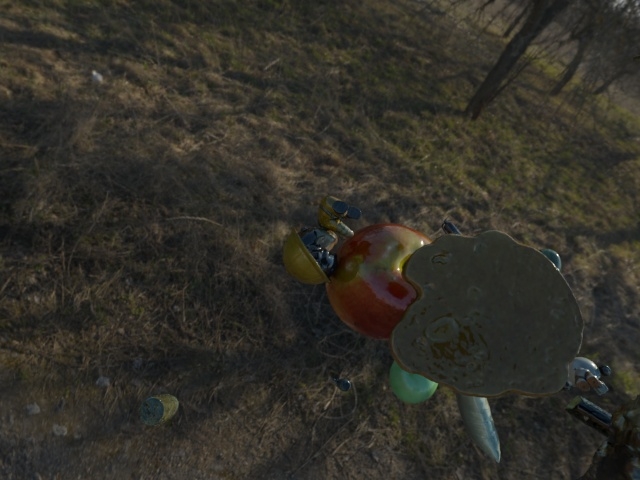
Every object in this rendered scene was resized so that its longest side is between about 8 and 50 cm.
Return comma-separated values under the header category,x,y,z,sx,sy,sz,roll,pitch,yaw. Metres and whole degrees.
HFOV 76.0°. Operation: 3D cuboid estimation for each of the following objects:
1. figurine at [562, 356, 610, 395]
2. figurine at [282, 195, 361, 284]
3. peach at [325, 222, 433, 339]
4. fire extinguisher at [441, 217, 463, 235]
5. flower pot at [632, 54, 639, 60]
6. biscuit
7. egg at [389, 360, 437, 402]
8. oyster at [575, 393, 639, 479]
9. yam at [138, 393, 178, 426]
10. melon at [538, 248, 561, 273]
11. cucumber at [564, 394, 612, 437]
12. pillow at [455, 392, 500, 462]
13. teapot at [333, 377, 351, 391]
category,x,y,z,sx,sy,sz,roll,pitch,yaw
figurine,0.779,0.406,1.211,0.093,0.147,0.197,61,20,5
figurine,-0.005,-0.002,1.142,0.167,0.256,0.192,25,1,10
peach,0.197,0.134,1.279,0.389,0.388,0.388,20,40,-17
fire extinguisher,0.558,-0.027,1.704,0.064,0.043,0.158,-28,65,-12
flower pot,0.738,-0.285,0.804,0.213,0.202,0.212,-6,14,1
biscuit,0.300,0.133,0.770,0.352,0.057,0.311,-4,74,1
egg,0.439,0.627,1.912,0.220,0.220,0.270,41,46,10
oyster,0.580,0.441,0.782,0.133,0.336,0.197,13,34,-7
yam,-0.550,0.570,1.380,0.107,0.183,0.106,2,69,-6
melon,0.828,0.113,1.519,0.114,0.167,0.114,8,8,-1
cucumber,0.915,0.588,1.305,0.075,0.074,0.241,-3,22,-38
pillow,0.454,0.499,1.192,0.078,0.144,0.253,-17,91,-3
teapot,0.088,0.606,1.722,0.064,0.083,0.049,4,76,-16
